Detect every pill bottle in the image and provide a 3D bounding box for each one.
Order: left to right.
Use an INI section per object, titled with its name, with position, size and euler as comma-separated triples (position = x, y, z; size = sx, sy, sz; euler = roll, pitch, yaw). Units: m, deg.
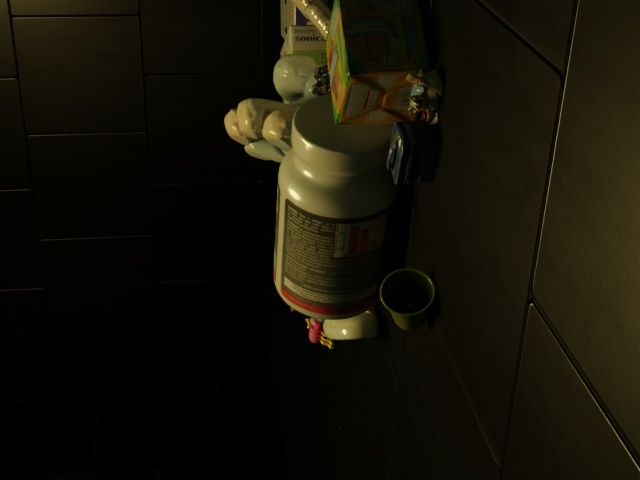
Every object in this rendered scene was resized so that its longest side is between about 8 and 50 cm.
[pill bottle]
position = 0.028, -0.054, 1.644
size = 0.210, 0.210, 0.363
euler = -102, 13, -48

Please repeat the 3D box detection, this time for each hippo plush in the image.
[hippo plush]
position = -0.029, -0.277, 1.928
size = 0.234, 0.294, 0.236
euler = 56, -124, -72

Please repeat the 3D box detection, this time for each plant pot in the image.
[plant pot]
position = 0.135, 0.098, 1.447
size = 0.079, 0.083, 0.083
euler = 79, -178, -55

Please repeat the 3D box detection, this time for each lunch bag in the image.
[lunch bag]
position = 0.132, -0.129, 1.405
size = 0.098, 0.065, 0.067
euler = 97, 168, -45

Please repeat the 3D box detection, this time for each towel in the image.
[towel]
position = -0.004, -0.433, 1.822
size = 0.187, 0.049, 0.282
euler = 48, -172, -4

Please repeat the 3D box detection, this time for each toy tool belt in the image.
[toy tool belt]
position = 0.143, -0.205, 1.354
size = 0.052, 0.051, 0.083
euler = -101, 12, -46

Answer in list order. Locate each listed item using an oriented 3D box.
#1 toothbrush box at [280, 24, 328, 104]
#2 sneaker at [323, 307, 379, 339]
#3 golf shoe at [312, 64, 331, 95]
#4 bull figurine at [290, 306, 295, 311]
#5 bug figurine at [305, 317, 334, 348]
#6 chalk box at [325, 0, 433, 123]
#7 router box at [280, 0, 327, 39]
[toothbrush box]
position = -0.018, -0.329, 2.179
size = 0.206, 0.122, 0.283
euler = 150, 119, -80
[sneaker]
position = 0.051, 0.120, 1.888
size = 0.290, 0.106, 0.123
euler = -129, 35, -78
[golf shoe]
position = 0.070, -0.297, 1.783
size = 0.198, 0.094, 0.077
euler = 23, 105, 53
[bull figurine]
position = 0.000, 0.000, 1.959
size = 0.310, 0.101, 0.188
euler = -65, -2, 24
[bug figurine]
position = -0.008, 0.146, 2.415
size = 0.279, 0.072, 0.216
euler = -104, 14, -52
[chalk box]
position = 0.082, -0.302, 1.459
size = 0.132, 0.132, 0.213
euler = 103, 162, -59
[router box]
position = -0.044, -0.659, 2.379
size = 0.301, 0.082, 0.335
euler = -114, 23, -67
